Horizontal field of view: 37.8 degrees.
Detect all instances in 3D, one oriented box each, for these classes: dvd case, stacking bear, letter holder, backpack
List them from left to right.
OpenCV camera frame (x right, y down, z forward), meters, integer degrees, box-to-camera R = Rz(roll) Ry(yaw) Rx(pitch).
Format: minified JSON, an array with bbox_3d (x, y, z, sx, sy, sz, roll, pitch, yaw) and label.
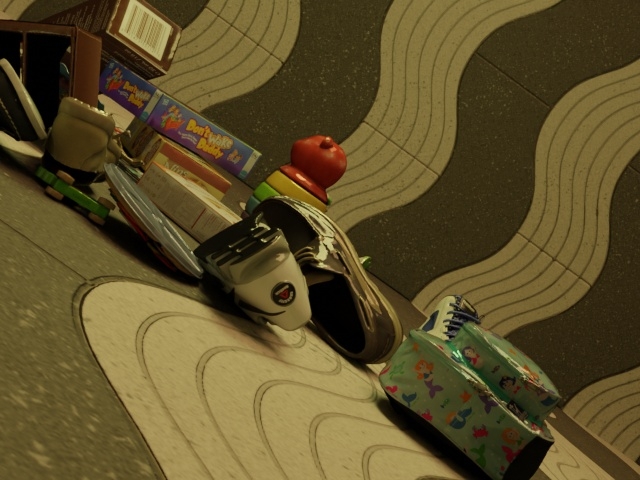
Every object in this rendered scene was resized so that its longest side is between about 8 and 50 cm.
[{"bbox_3d":[-0.459,-0.243,1.541,0.152,0.214,0.302,3,9,-7],"label":"letter holder"},{"bbox_3d":[-0.338,-0.111,1.820,0.119,0.013,0.087,39,4,27],"label":"dvd case"},{"bbox_3d":[-0.058,-0.087,1.904,0.164,0.289,0.175,37,4,27],"label":"stacking bear"},{"bbox_3d":[0.216,0.223,1.353,0.253,0.191,0.225,31,3,11],"label":"backpack"}]

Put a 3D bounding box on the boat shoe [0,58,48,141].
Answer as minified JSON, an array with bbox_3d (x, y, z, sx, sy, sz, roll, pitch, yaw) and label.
[{"bbox_3d":[-0.449,-0.194,1.250,0.302,0.091,0.114,37,-30,51],"label":"boat shoe"}]

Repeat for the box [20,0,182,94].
[{"bbox_3d":[-0.539,-0.468,2.265,0.381,0.143,0.191,-4,-27,43],"label":"box"}]

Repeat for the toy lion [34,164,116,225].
[{"bbox_3d":[-0.321,-0.063,1.208,0.100,0.034,0.096,34,-4,-25],"label":"toy lion"}]

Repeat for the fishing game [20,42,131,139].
[{"bbox_3d":[-0.497,-0.273,1.783,0.189,0.041,0.264,-3,-42,44],"label":"fishing game"}]

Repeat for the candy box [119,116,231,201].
[{"bbox_3d":[-0.339,-0.182,2.146,0.183,0.087,0.316,33,4,-29],"label":"candy box"}]

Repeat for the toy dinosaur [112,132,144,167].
[{"bbox_3d":[-0.446,-0.211,1.966,0.183,0.053,0.092,46,-8,26],"label":"toy dinosaur"}]

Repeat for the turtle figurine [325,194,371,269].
[{"bbox_3d":[0.000,0.000,2.118,0.266,0.198,0.275,41,8,18],"label":"turtle figurine"}]

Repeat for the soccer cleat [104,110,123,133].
[{"bbox_3d":[-0.527,-0.300,2.364,0.083,0.035,0.029,33,4,-39],"label":"soccer cleat"}]

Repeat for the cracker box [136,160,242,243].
[{"bbox_3d":[-0.208,-0.042,1.702,0.232,0.067,0.156,38,4,22],"label":"cracker box"}]

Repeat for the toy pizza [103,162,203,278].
[{"bbox_3d":[-0.231,-0.020,1.258,0.201,0.032,0.201,51,-1,1],"label":"toy pizza"}]

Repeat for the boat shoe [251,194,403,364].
[{"bbox_3d":[0.002,0.056,1.573,0.355,0.132,0.130,48,14,17],"label":"boat shoe"}]

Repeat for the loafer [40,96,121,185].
[{"bbox_3d":[-0.340,-0.121,1.296,0.102,0.092,0.268,26,-13,-5],"label":"loafer"}]

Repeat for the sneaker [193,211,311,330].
[{"bbox_3d":[-0.091,0.052,1.327,0.146,0.122,0.330,60,-4,-15],"label":"sneaker"}]

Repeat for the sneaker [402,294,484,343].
[{"bbox_3d":[0.278,0.212,2.039,0.127,0.182,0.315,34,4,-11],"label":"sneaker"}]

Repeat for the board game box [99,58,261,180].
[{"bbox_3d":[-0.329,-0.280,2.194,0.233,0.078,0.347,36,5,39],"label":"board game box"}]
